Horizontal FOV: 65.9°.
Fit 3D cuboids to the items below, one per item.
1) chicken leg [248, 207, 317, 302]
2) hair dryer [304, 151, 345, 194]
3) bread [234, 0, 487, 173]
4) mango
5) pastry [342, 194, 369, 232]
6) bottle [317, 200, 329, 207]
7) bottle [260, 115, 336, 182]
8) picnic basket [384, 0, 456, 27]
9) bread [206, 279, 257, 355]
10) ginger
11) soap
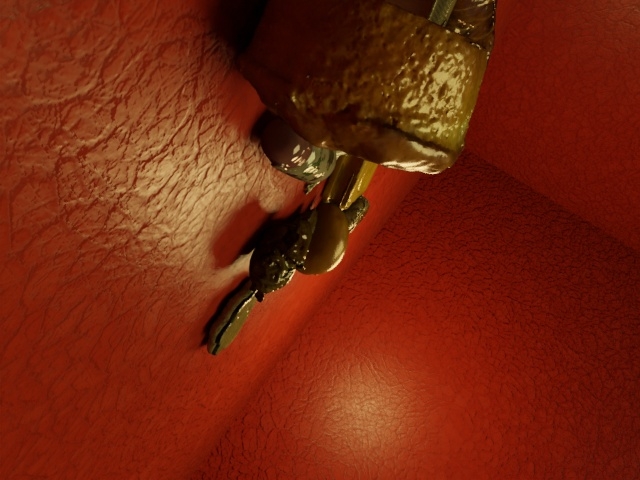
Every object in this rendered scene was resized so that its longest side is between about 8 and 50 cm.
[{"bbox_3d":[-0.088,-0.004,1.389,0.211,0.140,0.361,-38,-165,46],"label":"chicken leg"},{"bbox_3d":[-0.006,-0.203,1.363,0.206,0.075,0.237,-33,164,-46],"label":"hair dryer"},{"bbox_3d":[0.070,-0.251,0.756,0.398,0.398,0.215,-34,150,-62],"label":"bread"},{"bbox_3d":[0.004,0.007,1.629,0.254,0.176,0.139,-53,171,21],"label":"mango"},{"bbox_3d":[0.118,-0.095,1.774,0.153,0.081,0.153,-51,166,-18],"label":"pastry"},{"bbox_3d":[0.006,-0.112,1.700,0.083,0.030,0.030,-57,169,13],"label":"bottle"},{"bbox_3d":[-0.048,-0.190,1.037,0.120,0.120,0.253,-57,168,9],"label":"bottle"},{"bbox_3d":[0.178,-0.498,0.970,0.139,0.165,0.266,-45,164,-40],"label":"picnic basket"},{"bbox_3d":[-0.269,0.237,1.490,0.286,0.056,0.207,-60,171,22],"label":"bread"},{"bbox_3d":[0.397,-0.655,1.405,0.176,0.254,0.418,-21,162,15],"label":"ginger"},{"bbox_3d":[0.126,-0.261,1.605,0.204,0.096,0.324,-45,165,-44],"label":"soap"}]
